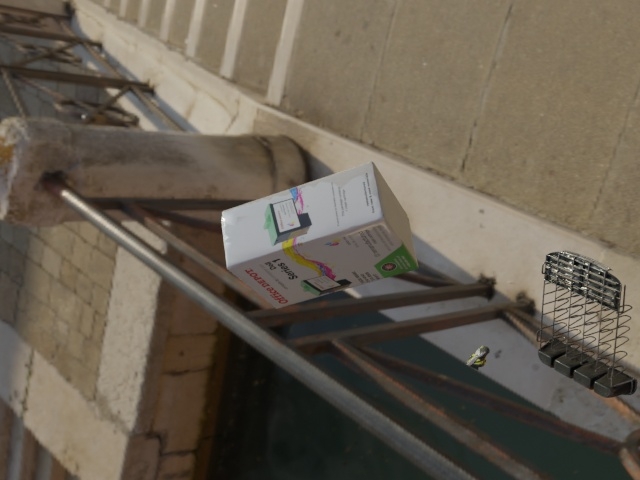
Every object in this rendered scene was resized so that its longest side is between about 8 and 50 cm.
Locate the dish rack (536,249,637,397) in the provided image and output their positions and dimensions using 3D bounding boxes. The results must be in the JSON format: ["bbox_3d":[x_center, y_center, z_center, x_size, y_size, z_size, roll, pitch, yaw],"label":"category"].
[{"bbox_3d":[0.508,0.153,1.516,0.208,0.074,0.272,28,128,53],"label":"dish rack"}]

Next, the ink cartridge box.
[{"bbox_3d":[0.000,0.000,1.340,0.278,0.201,0.117,-17,59,16],"label":"ink cartridge box"}]

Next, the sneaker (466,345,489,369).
[{"bbox_3d":[0.379,0.276,1.862,0.035,0.031,0.083,34,141,-1],"label":"sneaker"}]
